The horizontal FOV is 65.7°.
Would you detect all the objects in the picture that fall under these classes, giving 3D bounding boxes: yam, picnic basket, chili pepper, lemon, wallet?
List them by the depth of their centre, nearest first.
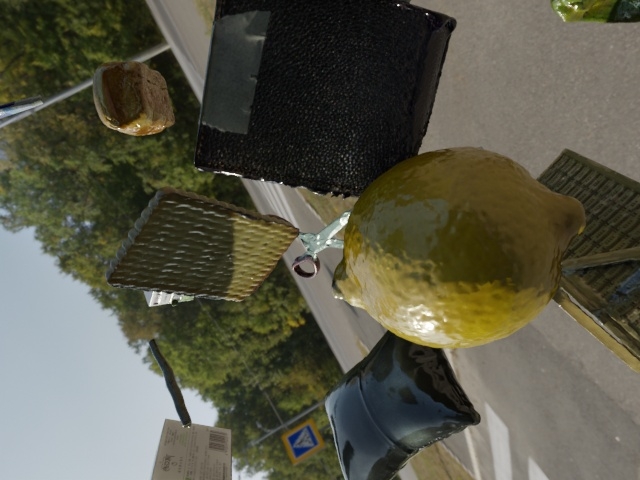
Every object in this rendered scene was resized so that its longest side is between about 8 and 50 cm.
[{"bbox_3d":[0.117,0.008,0.467,0.187,0.244,0.187,30,-132,-41],"label":"lemon"},{"bbox_3d":[0.005,-0.165,0.551,0.071,0.262,0.221,-124,44,-63],"label":"wallet"},{"bbox_3d":[0.366,-0.289,0.577,0.072,0.204,0.073,95,171,-46],"label":"chili pepper"},{"bbox_3d":[0.407,0.037,0.678,0.228,0.175,0.313,36,-164,-20],"label":"picnic basket"},{"bbox_3d":[-0.331,0.305,1.087,0.234,0.027,0.029,51,164,34],"label":"yam"}]

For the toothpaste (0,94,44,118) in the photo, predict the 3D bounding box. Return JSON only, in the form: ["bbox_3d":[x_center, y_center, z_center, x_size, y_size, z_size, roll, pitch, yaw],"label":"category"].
[{"bbox_3d":[-0.466,-0.202,0.753,0.024,0.083,0.015,89,156,-64],"label":"toothpaste"}]

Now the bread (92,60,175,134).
[{"bbox_3d":[-0.460,-0.347,1.236,0.294,0.132,0.167,-101,11,-78],"label":"bread"}]

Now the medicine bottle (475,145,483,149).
[{"bbox_3d":[0.305,-0.154,1.278,0.131,0.250,0.131,-17,-90,-74],"label":"medicine bottle"}]

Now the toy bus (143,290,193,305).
[{"bbox_3d":[-0.361,0.052,1.262,0.113,0.139,0.302,62,142,25],"label":"toy bus"}]

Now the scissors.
[{"bbox_3d":[0.000,0.000,0.801,0.247,0.017,0.144,-12,122,52],"label":"scissors"}]

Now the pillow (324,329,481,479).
[{"bbox_3d":[0.091,0.228,0.683,0.106,0.250,0.186,18,-147,-32],"label":"pillow"}]

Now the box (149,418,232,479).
[{"bbox_3d":[-0.333,0.590,1.277,0.194,0.111,0.260,15,-167,-12],"label":"box"}]

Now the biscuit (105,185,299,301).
[{"bbox_3d":[-0.162,0.015,0.727,0.254,0.172,0.029,17,-151,-48],"label":"biscuit"}]
